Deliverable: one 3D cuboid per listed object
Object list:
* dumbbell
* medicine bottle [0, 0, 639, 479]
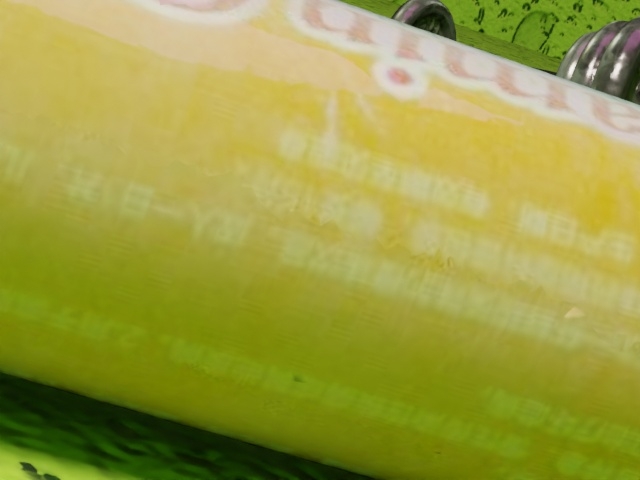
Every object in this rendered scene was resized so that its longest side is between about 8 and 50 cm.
[{"bbox_3d":[0.104,-0.093,1.031,0.254,0.110,0.110,17,8,31],"label":"dumbbell"},{"bbox_3d":[0.000,0.000,0.356,0.426,0.108,0.108,18,10,-12],"label":"medicine bottle"}]
